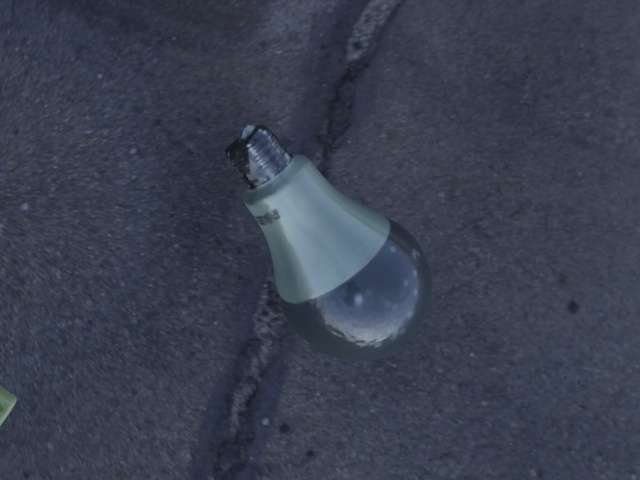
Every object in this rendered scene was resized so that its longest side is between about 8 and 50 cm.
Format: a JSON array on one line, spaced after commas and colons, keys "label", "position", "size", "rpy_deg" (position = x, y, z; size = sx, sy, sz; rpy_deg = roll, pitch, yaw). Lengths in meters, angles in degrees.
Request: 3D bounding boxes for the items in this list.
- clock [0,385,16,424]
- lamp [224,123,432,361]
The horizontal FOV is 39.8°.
[{"label": "clock", "position": [-0.493, 0.151, 1.035], "size": [0.235, 0.308, 0.096], "rpy_deg": [34, 74, 0]}, {"label": "lamp", "position": [-0.009, 0.012, 1.040], "size": [0.314, 0.182, 0.182], "rpy_deg": [40, 78, -12]}]
